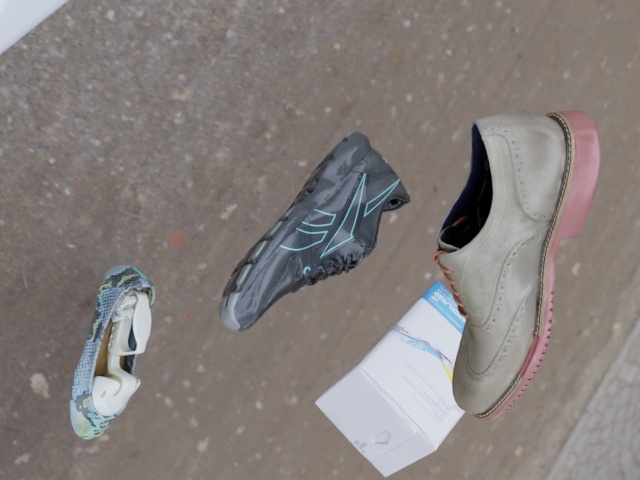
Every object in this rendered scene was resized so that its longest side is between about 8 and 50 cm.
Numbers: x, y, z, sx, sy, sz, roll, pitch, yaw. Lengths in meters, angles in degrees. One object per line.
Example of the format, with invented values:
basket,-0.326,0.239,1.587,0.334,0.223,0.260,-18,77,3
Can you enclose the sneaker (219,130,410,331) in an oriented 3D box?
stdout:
sneaker,0.000,0.000,0.830,0.106,0.101,0.267,42,65,-7

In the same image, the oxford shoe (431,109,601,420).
oxford shoe,0.166,0.031,0.807,0.130,0.123,0.349,2,114,-13

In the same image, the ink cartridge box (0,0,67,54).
ink cartridge box,-0.310,-0.173,0.560,0.289,0.211,0.121,-36,128,5

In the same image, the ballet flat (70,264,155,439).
ballet flat,-0.210,0.120,0.814,0.070,0.070,0.189,6,96,-47

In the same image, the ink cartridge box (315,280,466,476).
ink cartridge box,0.145,0.219,1.259,0.232,0.168,0.171,-40,173,-38
